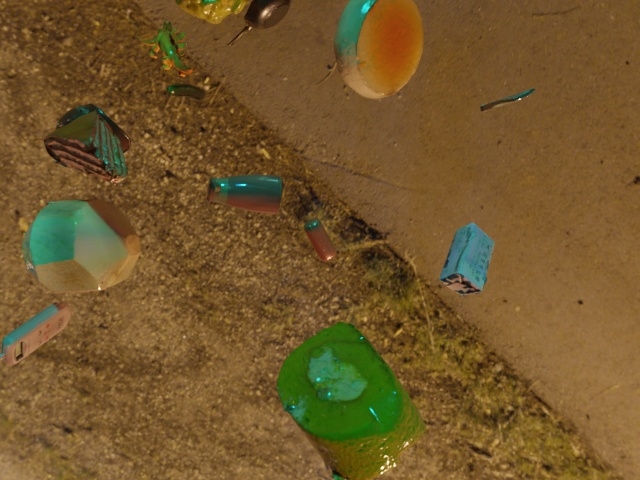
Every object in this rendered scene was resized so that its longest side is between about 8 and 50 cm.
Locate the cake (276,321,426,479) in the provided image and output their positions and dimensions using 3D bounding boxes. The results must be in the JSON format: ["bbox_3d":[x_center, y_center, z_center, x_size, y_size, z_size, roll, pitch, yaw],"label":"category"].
[{"bbox_3d":[0.043,0.266,0.847,0.179,0.260,0.156,-35,114,-4],"label":"cake"}]

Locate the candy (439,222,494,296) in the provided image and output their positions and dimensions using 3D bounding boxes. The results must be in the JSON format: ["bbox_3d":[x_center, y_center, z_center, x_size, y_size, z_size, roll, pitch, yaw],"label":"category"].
[{"bbox_3d":[0.358,0.048,1.243,0.092,0.160,0.073,36,150,-18],"label":"candy"}]

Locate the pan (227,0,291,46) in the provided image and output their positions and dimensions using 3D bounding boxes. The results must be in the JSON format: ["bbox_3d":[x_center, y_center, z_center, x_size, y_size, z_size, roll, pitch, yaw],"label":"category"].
[{"bbox_3d":[-0.135,-0.537,1.249,0.048,0.128,0.202,53,145,-1],"label":"pan"}]

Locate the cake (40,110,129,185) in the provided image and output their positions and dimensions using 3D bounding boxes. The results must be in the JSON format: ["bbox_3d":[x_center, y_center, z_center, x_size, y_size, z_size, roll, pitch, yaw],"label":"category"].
[{"bbox_3d":[-0.441,-0.169,0.968,0.287,0.135,0.098,38,150,52],"label":"cake"}]

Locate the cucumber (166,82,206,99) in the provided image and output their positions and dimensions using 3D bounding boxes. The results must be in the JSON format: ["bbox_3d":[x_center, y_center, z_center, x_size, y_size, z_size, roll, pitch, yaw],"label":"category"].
[{"bbox_3d":[-0.314,-0.355,1.221,0.036,0.184,0.033,-33,91,18],"label":"cucumber"}]

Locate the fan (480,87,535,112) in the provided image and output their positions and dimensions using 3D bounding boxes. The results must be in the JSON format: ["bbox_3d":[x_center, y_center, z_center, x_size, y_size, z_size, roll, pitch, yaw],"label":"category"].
[{"bbox_3d":[0.466,-0.352,1.300,0.057,0.282,0.023,-27,98,4],"label":"fan"}]

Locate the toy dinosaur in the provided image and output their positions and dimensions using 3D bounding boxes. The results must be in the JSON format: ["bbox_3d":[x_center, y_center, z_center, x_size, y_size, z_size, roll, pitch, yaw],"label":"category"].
[{"bbox_3d":[-0.433,-0.558,1.453,0.288,0.070,0.117,45,116,30],"label":"toy dinosaur"}]

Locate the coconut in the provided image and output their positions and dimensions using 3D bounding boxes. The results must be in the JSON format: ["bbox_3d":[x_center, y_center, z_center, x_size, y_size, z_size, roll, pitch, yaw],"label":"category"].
[{"bbox_3d":[-0.500,0.007,1.110,0.237,0.237,0.197,-4,94,25],"label":"coconut"}]

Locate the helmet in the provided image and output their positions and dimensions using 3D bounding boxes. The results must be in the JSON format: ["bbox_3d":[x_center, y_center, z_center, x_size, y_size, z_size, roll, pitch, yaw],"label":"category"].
[{"bbox_3d":[-0.711,-0.312,1.582,0.189,0.193,0.215,30,121,31],"label":"helmet"}]

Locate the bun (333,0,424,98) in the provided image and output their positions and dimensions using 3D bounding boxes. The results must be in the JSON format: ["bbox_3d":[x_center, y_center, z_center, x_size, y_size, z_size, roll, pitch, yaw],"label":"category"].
[{"bbox_3d":[0.146,-0.548,1.430,0.165,0.299,0.298,28,138,44],"label":"bun"}]

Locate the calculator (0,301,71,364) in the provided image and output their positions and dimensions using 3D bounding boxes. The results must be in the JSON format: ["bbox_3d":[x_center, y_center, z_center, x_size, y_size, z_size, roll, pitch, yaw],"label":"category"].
[{"bbox_3d":[-0.622,0.201,1.119,0.032,0.175,0.100,36,132,6],"label":"calculator"}]

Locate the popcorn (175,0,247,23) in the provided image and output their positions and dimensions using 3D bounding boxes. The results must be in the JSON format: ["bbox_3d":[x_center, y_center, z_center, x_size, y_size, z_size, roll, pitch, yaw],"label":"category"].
[{"bbox_3d":[-0.236,-0.576,1.111,0.155,0.198,0.197,34,148,57],"label":"popcorn"}]

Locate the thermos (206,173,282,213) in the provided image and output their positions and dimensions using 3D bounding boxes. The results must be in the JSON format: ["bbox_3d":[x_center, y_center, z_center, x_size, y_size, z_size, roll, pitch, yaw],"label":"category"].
[{"bbox_3d":[-0.288,-0.176,1.914,0.265,0.145,0.176,3,169,-13],"label":"thermos"}]

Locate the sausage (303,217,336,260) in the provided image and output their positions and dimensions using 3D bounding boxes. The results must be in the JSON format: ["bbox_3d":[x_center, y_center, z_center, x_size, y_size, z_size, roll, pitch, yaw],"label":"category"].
[{"bbox_3d":[0.000,0.000,1.669,0.062,0.062,0.154,-12,122,29],"label":"sausage"}]
